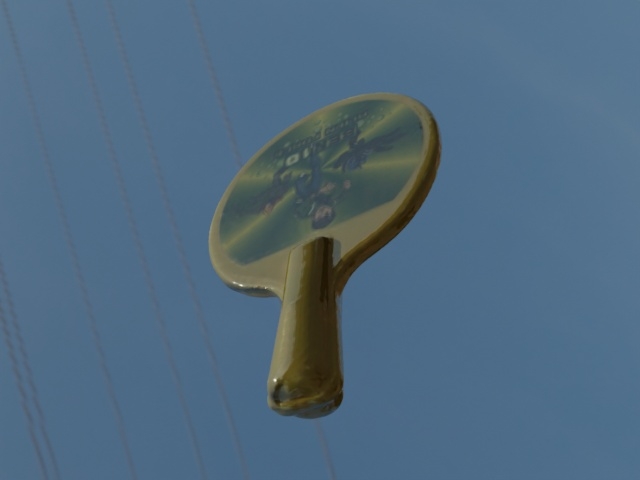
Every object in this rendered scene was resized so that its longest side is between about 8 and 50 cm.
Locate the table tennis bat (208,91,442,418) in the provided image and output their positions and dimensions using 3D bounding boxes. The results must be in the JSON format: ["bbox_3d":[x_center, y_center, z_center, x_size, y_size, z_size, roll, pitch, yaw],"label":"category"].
[{"bbox_3d":[0.000,0.000,0.855,0.050,0.198,0.321,54,-154,-33],"label":"table tennis bat"}]
